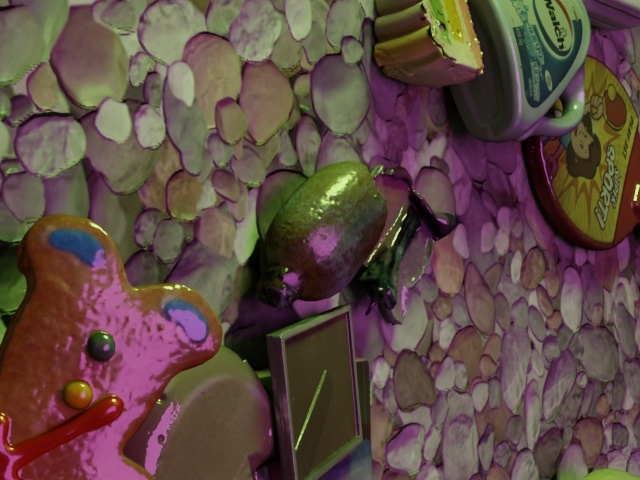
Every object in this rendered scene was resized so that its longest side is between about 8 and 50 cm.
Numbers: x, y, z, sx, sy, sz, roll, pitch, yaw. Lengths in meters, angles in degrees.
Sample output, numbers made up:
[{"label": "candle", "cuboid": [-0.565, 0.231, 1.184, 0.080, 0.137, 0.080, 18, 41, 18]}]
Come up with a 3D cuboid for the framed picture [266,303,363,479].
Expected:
[{"label": "framed picture", "cuboid": [-0.001, 0.147, 1.218, 0.203, 0.015, 0.150, -17, 101, -70]}]

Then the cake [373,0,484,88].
[{"label": "cake", "cuboid": [0.107, -0.281, 1.448, 0.109, 0.090, 0.225, 12, 60, -46]}]

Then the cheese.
[{"label": "cheese", "cuboid": [-0.130, 0.188, 1.094, 0.202, 0.091, 0.175, -54, 127, -35]}]

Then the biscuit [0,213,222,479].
[{"label": "biscuit", "cuboid": [-0.205, 0.155, 0.973, 0.205, 0.049, 0.324, 33, 77, -16]}]

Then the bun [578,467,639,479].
[{"label": "bun", "cuboid": [0.389, 0.423, 1.647, 0.259, 0.160, 0.259, 4, 83, -33]}]

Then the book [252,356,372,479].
[{"label": "book", "cuboid": [-0.010, 0.269, 1.279, 0.201, 0.026, 0.289, -2, 89, -52]}]

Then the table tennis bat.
[{"label": "table tennis bat", "cuboid": [0.406, -0.097, 1.786, 0.415, 0.051, 0.268, 37, 60, -39]}]

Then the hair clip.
[{"label": "hair clip", "cuboid": [0.081, 0.003, 1.395, 0.146, 0.056, 0.187, 53, 42, -32]}]

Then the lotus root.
[{"label": "lotus root", "cuboid": [0.000, 0.000, 1.264, 0.192, 0.088, 0.113, -49, 130, -39]}]

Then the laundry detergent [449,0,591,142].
[{"label": "laundry detergent", "cuboid": [0.269, -0.233, 1.584, 0.280, 0.105, 0.214, -16, 92, -51]}]

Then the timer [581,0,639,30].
[{"label": "timer", "cuboid": [0.390, -0.422, 1.754, 0.262, 0.087, 0.237, 5, 83, -50]}]
